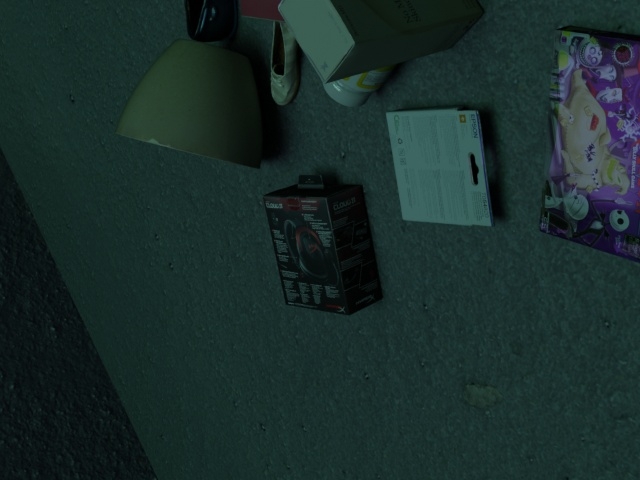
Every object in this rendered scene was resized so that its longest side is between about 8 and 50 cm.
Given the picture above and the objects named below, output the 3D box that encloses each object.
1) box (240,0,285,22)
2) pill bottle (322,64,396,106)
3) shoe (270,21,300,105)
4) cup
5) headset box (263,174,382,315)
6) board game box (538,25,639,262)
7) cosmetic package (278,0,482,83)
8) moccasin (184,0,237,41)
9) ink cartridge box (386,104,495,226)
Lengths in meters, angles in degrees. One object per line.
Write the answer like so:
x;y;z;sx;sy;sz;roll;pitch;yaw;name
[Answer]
-0.031;-0.493;1.729;0.232;0.148;0.127;20;122;42;box
0.088;-0.355;1.681;0.119;0.119;0.208;54;140;16;pill bottle
-0.083;-0.387;1.914;0.076;0.058;0.219;37;133;33;shoe
-0.267;-0.312;2.005;0.331;0.331;0.237;19;96;44;cup
0.000;0.000;1.964;0.218;0.110;0.293;4;111;48;headset box
0.453;-0.150;1.413;0.208;0.056;0.347;18;121;39;board game box
0.104;-0.383;1.494;0.160;0.309;0.113;59;142;10;cosmetic package
-0.259;-0.606;1.967;0.137;0.117;0.342;7;113;48;moccasin
0.232;-0.139;1.676;0.224;0.045;0.223;8;114;47;ink cartridge box
